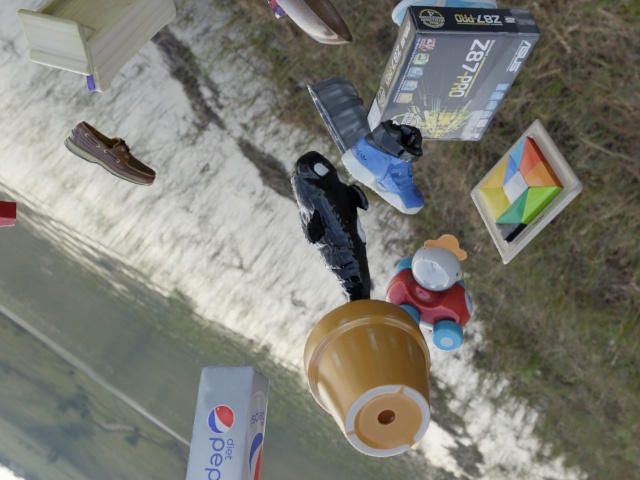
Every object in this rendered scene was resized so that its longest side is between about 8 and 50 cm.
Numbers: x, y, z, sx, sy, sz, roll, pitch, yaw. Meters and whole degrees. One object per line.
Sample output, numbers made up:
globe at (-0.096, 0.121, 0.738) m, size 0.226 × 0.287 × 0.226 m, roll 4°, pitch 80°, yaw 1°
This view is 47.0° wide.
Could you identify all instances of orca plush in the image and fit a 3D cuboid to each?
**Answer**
orca plush at (0.000, 0.000, 1.194) m, size 0.151 × 0.102 × 0.287 m, roll 0°, pitch 102°, yaw 41°

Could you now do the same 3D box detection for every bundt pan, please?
bundt pan at (0.089, -0.359, 2.243) m, size 0.331 × 0.124 × 0.331 m, roll 61°, pitch -177°, yaw -6°

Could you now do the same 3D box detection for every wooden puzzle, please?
wooden puzzle at (0.401, -0.103, 1.485) m, size 0.044 × 0.239 × 0.221 m, roll 19°, pitch 128°, yaw -26°

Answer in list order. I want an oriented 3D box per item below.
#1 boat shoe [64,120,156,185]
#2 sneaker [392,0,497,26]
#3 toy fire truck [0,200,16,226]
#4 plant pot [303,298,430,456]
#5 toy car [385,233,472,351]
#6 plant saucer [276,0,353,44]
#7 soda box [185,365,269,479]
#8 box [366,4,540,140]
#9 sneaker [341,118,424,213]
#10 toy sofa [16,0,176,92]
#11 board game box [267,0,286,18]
boat shoe at (-0.379, -0.158, 1.359) m, size 0.178 × 0.060 × 0.064 m, roll 28°, pitch -164°, yaw -29°
sneaker at (0.364, -0.571, 2.009) m, size 0.127 × 0.319 × 0.208 m, roll 119°, pitch 140°, yaw -64°
toy fire truck at (-0.719, -0.090, 1.497) m, size 0.192 × 0.047 × 0.135 m, roll 4°, pitch 144°, yaw -26°
plant pot at (0.086, 0.224, 1.141) m, size 0.205 × 0.205 × 0.188 m, roll 43°, pitch -169°, yaw -22°
toy car at (0.281, 0.090, 1.718) m, size 0.210 × 0.219 × 0.238 m, roll 19°, pitch 128°, yaw -2°
plant saucer at (-0.031, -0.352, 1.059) m, size 0.198 × 0.036 × 0.199 m, roll 44°, pitch -159°, yaw -22°
soda box at (-0.153, 0.355, 1.206) m, size 0.098 × 0.286 × 0.091 m, roll -3°, pitch 154°, yaw 15°
box at (0.316, -0.405, 1.844) m, size 0.318 × 0.097 × 0.395 m, roll -4°, pitch 149°, yaw -16°
sneaker at (0.101, -0.090, 0.881) m, size 0.152 × 0.084 × 0.058 m, roll 30°, pitch -154°, yaw -43°
toy sofa at (-0.468, -0.494, 1.594) m, size 0.150 × 0.363 × 0.177 m, roll 17°, pitch 142°, yaw 15°
board game box at (0.078, -0.527, 1.361) m, size 0.056 × 0.346 × 0.208 m, roll 60°, pitch 167°, yaw -22°
